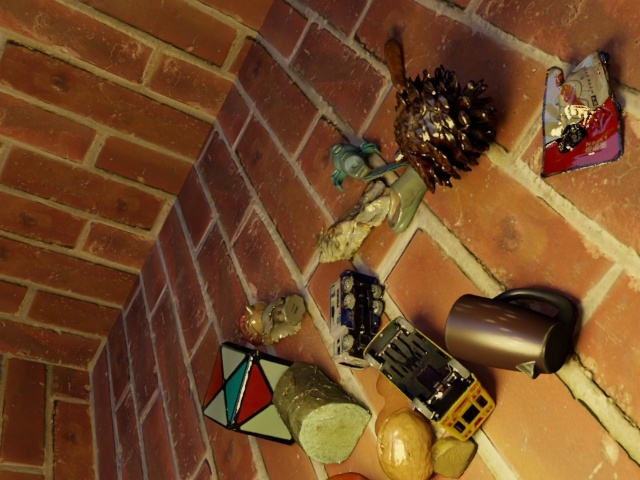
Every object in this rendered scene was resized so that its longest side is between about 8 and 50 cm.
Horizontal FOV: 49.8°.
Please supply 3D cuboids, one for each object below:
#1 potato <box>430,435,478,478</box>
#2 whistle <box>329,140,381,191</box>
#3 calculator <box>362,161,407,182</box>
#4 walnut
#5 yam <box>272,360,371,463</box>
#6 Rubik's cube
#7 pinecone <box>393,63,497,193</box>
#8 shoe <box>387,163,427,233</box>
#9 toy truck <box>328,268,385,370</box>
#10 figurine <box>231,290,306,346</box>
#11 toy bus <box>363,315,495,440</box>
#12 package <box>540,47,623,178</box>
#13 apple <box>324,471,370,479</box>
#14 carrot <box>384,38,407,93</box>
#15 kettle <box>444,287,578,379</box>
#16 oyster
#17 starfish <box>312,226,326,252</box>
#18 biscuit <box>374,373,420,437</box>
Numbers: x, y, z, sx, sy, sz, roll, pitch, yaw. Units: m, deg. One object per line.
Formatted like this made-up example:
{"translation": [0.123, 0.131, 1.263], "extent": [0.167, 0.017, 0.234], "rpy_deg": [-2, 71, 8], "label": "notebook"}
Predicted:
{"translation": [0.277, 0.464, 1.515], "extent": [0.096, 0.103, 0.066], "rpy_deg": [-64, 33, 9], "label": "potato"}
{"translation": [0.095, -0.257, 2.231], "extent": [0.186, 0.093, 0.274], "rpy_deg": [-45, 27, 5], "label": "whistle"}
{"translation": [0.199, -0.214, 2.088], "extent": [0.172, 0.018, 0.057], "rpy_deg": [-19, 23, 45], "label": "calculator"}
{"translation": [0.198, 0.480, 1.607], "extent": [0.144, 0.144, 0.180], "rpy_deg": [-28, 59, 50], "label": "walnut"}
{"translation": [-0.018, 0.467, 1.928], "extent": [0.203, 0.201, 0.271], "rpy_deg": [-65, 24, 8], "label": "yam"}
{"translation": [-0.194, 0.472, 2.150], "extent": [0.246, 0.248, 0.250], "rpy_deg": [0, 72, 58], "label": "Rubik's cube"}
{"translation": [0.313, -0.293, 1.755], "extent": [0.296, 0.242, 0.298], "rpy_deg": [-44, 59, 36], "label": "pinecone"}
{"translation": [0.237, -0.143, 1.942], "extent": [0.103, 0.100, 0.251], "rpy_deg": [36, 107, 60], "label": "shoe"}
{"translation": [0.093, 0.232, 1.941], "extent": [0.155, 0.124, 0.268], "rpy_deg": [-44, 36, 49], "label": "toy truck"}
{"translation": [-0.195, 0.271, 2.353], "extent": [0.386, 0.166, 0.207], "rpy_deg": [-23, 37, 48], "label": "figurine"}
{"translation": [0.242, 0.314, 1.599], "extent": [0.145, 0.151, 0.331], "rpy_deg": [-48, 32, -3], "label": "toy bus"}
{"translation": [0.567, -0.280, 1.518], "extent": [0.194, 0.071, 0.270], "rpy_deg": [-21, 68, 56], "label": "package"}
{"translation": [0.069, 0.669, 1.629], "extent": [0.218, 0.218, 0.201], "rpy_deg": [-56, 7, 23], "label": "apple"}
{"translation": [0.243, -0.556, 2.222], "extent": [0.059, 0.059, 0.248], "rpy_deg": [-40, 44, 42], "label": "carrot"}
{"translation": [0.406, 0.186, 1.434], "extent": [0.232, 0.144, 0.202], "rpy_deg": [10, 50, 45], "label": "kettle"}
{"translation": [0.091, -0.052, 2.128], "extent": [0.355, 0.107, 0.201], "rpy_deg": [-55, 30, 26], "label": "oyster"}
{"translation": [0.000, 0.000, 2.338], "extent": [0.092, 0.016, 0.086], "rpy_deg": [-39, 44, 39], "label": "starfish"}
{"translation": [0.184, 0.406, 1.772], "extent": [0.186, 0.036, 0.192], "rpy_deg": [-53, 33, 31], "label": "biscuit"}
